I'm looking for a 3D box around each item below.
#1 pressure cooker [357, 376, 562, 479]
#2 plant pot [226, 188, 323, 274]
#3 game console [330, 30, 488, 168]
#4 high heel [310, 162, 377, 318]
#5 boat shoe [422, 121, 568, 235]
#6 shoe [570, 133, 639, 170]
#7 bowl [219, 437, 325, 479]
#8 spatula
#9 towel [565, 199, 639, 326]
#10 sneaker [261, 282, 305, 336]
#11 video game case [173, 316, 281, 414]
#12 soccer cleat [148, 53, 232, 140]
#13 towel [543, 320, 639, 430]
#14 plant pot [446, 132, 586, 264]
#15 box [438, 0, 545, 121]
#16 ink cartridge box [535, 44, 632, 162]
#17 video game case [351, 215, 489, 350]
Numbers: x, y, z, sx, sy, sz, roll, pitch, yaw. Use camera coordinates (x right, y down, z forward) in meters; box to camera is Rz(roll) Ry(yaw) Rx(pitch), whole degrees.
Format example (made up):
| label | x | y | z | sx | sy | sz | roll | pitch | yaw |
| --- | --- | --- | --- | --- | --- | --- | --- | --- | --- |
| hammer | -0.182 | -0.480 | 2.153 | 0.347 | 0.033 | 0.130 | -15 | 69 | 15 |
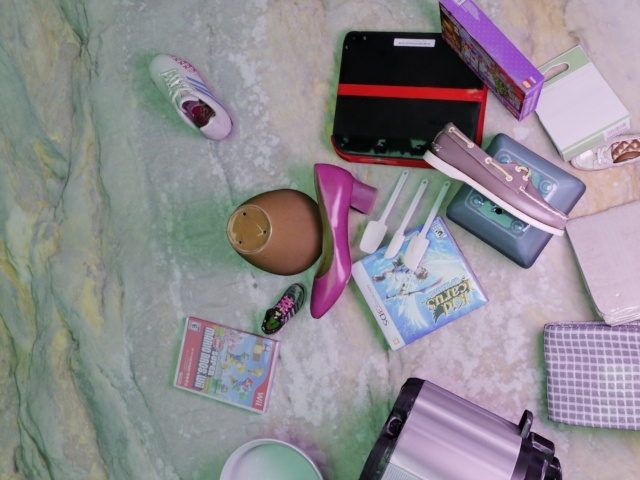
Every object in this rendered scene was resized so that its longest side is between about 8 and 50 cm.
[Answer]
| label | x | y | z | sx | sy | sz | roll | pitch | yaw |
| --- | --- | --- | --- | --- | --- | --- | --- | --- | --- |
| pressure cooker | 0.305 | 0.551 | 1.495 | 0.420 | 0.375 | 0.370 | 24 | 138 | 13 |
| plant pot | -0.131 | -0.026 | 1.712 | 0.237 | 0.254 | 0.237 | -1 | 88 | 17 |
| game console | 0.224 | -0.359 | 1.715 | 0.386 | 0.060 | 0.342 | 7 | 85 | 17 |
| high heel | 0.000 | 0.000 | 1.701 | 0.181 | 0.127 | 0.377 | 23 | 81 | -20 |
| boat shoe | 0.364 | -0.125 | 1.368 | 0.324 | 0.116 | 0.097 | 35 | 103 | 21 |
| shoe | 0.690 | -0.210 | 1.557 | 0.219 | 0.058 | 0.077 | -10 | 86 | 17 |
| bowl | -0.105 | 0.648 | 1.756 | 0.297 | 0.134 | 0.298 | 0 | 89 | 17 |
| spatula | 0.213 | -0.060 | 1.682 | 0.168 | 0.019 | 0.242 | 21 | 82 | 33 |
| towel | 0.678 | 0.047 | 1.509 | 0.187 | 0.049 | 0.282 | -17 | 55 | 15 |
| sneaker | -0.101 | 0.187 | 1.792 | 0.063 | 0.075 | 0.170 | 39 | 100 | 14 |
| video game case | -0.262 | 0.342 | 1.867 | 0.285 | 0.025 | 0.204 | 12 | 93 | 17 |
| soccer cleat | -0.371 | -0.408 | 1.849 | 0.331 | 0.143 | 0.116 | 45 | 102 | 13 |
| towel | 0.644 | 0.297 | 1.498 | 0.283 | 0.121 | 0.235 | -5 | 86 | 37 |
| plant pot | 0.438 | -0.096 | 1.535 | 0.247 | 0.252 | 0.248 | 35 | 100 | 14 |
| box | 0.386 | -0.420 | 1.540 | 0.057 | 0.201 | 0.293 | -39 | 76 | 6 |
| ink cartridge box | 0.595 | -0.323 | 1.593 | 0.171 | 0.056 | 0.235 | -29 | 60 | 15 |
| video game case | 0.243 | 0.109 | 1.693 | 0.269 | 0.061 | 0.244 | -31 | 81 | 15 |
